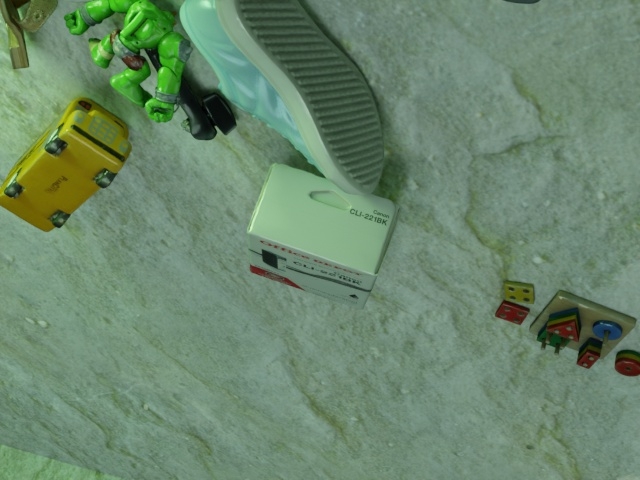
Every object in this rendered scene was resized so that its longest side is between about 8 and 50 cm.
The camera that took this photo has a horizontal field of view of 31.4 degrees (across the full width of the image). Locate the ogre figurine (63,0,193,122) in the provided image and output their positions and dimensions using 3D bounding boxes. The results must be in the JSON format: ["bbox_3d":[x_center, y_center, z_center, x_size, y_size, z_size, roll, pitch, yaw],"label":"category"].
[{"bbox_3d":[-0.245,-0.262,1.518,0.118,0.197,0.097,-45,153,27],"label":"ogre figurine"}]

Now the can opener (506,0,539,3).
[{"bbox_3d":[0.119,-0.327,1.276,0.283,0.076,0.095,17,146,7],"label":"can opener"}]

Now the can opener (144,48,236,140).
[{"bbox_3d":[-0.196,-0.215,1.634,0.186,0.073,0.059,52,174,-34],"label":"can opener"}]

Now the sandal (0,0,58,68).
[{"bbox_3d":[-0.403,-0.326,1.577,0.079,0.088,0.240,-10,156,-12],"label":"sandal"}]

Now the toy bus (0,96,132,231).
[{"bbox_3d":[-0.402,-0.120,1.797,0.108,0.130,0.333,35,144,-19],"label":"toy bus"}]

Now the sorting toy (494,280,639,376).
[{"bbox_3d":[0.408,0.148,1.830,0.274,0.046,0.132,21,147,-1],"label":"sorting toy"}]

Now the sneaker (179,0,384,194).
[{"bbox_3d":[-0.048,-0.204,1.511,0.150,0.135,0.366,-2,134,44],"label":"sneaker"}]

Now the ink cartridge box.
[{"bbox_3d":[0.000,0.000,1.701,0.197,0.114,0.273,19,165,2],"label":"ink cartridge box"}]

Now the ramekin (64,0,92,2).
[{"bbox_3d":[-0.279,-0.373,1.312,0.207,0.207,0.109,12,156,13],"label":"ramekin"}]
